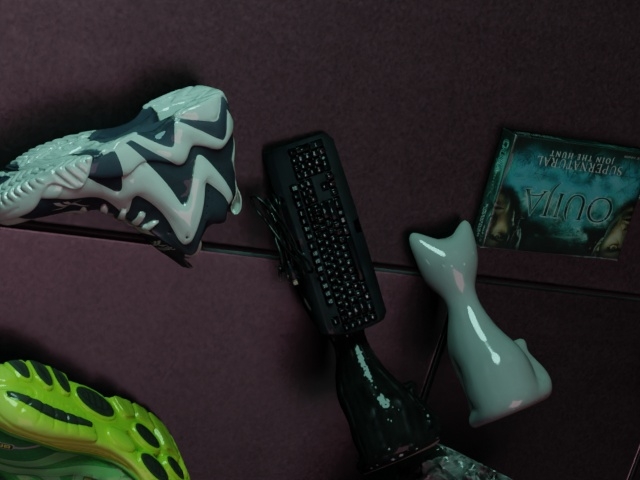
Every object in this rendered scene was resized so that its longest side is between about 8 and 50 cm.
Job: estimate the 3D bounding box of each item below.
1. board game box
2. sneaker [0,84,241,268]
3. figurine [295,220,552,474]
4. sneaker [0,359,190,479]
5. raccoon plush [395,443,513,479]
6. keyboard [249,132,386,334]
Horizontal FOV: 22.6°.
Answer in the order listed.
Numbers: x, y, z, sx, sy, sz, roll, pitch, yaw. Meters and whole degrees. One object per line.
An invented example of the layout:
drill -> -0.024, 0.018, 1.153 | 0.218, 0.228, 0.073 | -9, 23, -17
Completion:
board game box -> 0.255, -0.046, 1.688 | 0.186, 0.026, 0.126 | 5, 109, -30
sneaker -> -0.171, -0.027, 1.425 | 0.235, 0.094, 0.153 | -29, 115, -26
figurine -> 0.099, 0.098, 1.602 | 0.214, 0.092, 0.210 | -19, 82, -21
sneaker -> -0.229, 0.208, 1.514 | 0.123, 0.109, 0.295 | -34, 132, 21
raccoon plush -> 0.169, 0.396, 1.621 | 0.216, 0.446, 0.299 | 33, 81, -48
keyboard -> 0.000, 0.000, 1.521 | 0.100, 0.038, 0.192 | -20, 95, -21
